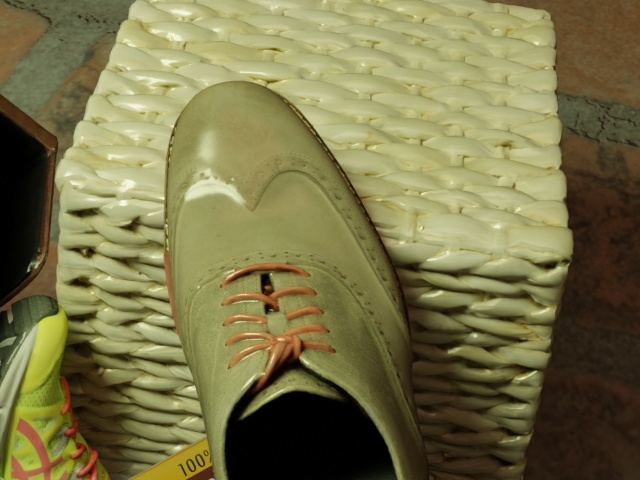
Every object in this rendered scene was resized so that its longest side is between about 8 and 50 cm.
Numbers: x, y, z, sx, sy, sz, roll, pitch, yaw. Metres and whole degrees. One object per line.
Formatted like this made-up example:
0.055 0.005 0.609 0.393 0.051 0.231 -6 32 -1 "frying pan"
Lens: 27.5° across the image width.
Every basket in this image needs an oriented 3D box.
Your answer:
0.000 0.000 0.922 0.331 0.266 0.328 9 38 -1 "basket"

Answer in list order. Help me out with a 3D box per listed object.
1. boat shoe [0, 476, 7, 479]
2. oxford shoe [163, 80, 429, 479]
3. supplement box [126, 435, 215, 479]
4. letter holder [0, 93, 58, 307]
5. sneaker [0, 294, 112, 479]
-0.299 0.209 0.644 0.341 0.110 0.122 -35 53 -2 "boat shoe"
-0.007 0.053 0.635 0.123 0.130 0.348 -17 66 -3 "oxford shoe"
-0.051 0.230 0.715 0.191 0.129 0.194 -27 50 -22 "supplement box"
-0.322 0.041 0.785 0.301 0.152 0.214 -29 45 22 "letter holder"
-0.169 0.129 0.798 0.094 0.209 0.081 7 22 -18 "sneaker"
